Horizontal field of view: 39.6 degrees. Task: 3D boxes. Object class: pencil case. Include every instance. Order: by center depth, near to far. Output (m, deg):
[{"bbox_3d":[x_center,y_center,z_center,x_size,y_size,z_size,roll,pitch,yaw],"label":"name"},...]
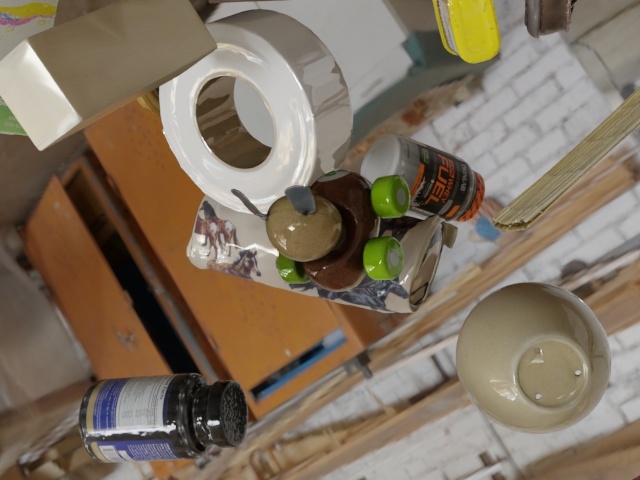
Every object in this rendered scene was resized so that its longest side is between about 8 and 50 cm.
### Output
[{"bbox_3d":[0.000,0.000,1.421,0.159,0.411,0.183,79,30,-47],"label":"pencil case"}]

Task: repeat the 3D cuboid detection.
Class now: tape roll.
[{"bbox_3d":[-0.098,-0.184,1.289,0.286,0.286,0.100,-40,178,43],"label":"tape roll"}]

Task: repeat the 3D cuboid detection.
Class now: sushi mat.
[{"bbox_3d":[0.343,-0.121,1.095,0.316,0.019,0.151,-41,-175,-4],"label":"sushi mat"}]

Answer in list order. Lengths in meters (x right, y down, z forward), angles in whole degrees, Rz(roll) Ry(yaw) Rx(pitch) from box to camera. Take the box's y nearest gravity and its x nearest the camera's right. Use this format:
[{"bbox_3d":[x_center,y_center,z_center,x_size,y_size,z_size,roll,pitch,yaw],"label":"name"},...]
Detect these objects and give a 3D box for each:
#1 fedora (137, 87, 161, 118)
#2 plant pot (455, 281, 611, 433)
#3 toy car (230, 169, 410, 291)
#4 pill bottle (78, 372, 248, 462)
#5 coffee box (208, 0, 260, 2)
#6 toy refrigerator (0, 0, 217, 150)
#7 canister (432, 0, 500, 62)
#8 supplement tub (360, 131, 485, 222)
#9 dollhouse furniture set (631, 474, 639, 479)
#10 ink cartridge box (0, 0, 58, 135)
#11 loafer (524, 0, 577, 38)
[{"bbox_3d":[-0.289,-0.297,1.574,0.079,0.194,0.194,-12,-177,35],"label":"fedora"},{"bbox_3d":[0.394,0.220,1.588,0.284,0.284,0.191,-32,179,3],"label":"plant pot"},{"bbox_3d":[-0.012,-0.032,1.023,0.155,0.148,0.188,-5,159,35],"label":"toy car"},{"bbox_3d":[-0.222,0.253,1.274,0.219,0.122,0.123,-6,178,18],"label":"pill bottle"},{"bbox_3d":[-0.135,-0.529,1.594,0.168,0.118,0.297,-4,177,-1],"label":"coffee box"},{"bbox_3d":[-0.248,-0.211,1.046,0.094,0.102,0.269,-25,-166,37],"label":"toy refrigerator"},{"bbox_3d":[0.225,-0.345,1.379,0.073,0.126,0.170,-15,-162,5],"label":"canister"},{"bbox_3d":[0.171,-0.098,1.473,0.191,0.116,0.117,16,144,-28],"label":"supplement tub"},{"bbox_3d":[0.416,0.124,0.825,0.374,0.152,0.201,-41,-175,24],"label":"dollhouse furniture set"},{"bbox_3d":[-0.439,-0.333,1.156,0.119,0.207,0.353,3,106,-49],"label":"ink cartridge box"},{"bbox_3d":[0.348,-0.400,1.053,0.365,0.130,0.134,-65,163,-7],"label":"loafer"}]
